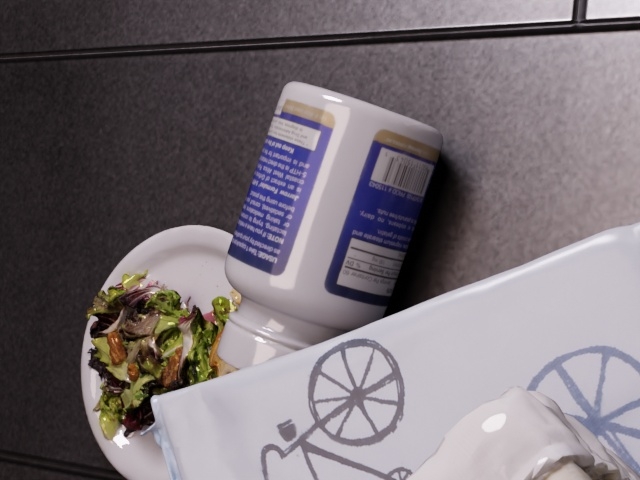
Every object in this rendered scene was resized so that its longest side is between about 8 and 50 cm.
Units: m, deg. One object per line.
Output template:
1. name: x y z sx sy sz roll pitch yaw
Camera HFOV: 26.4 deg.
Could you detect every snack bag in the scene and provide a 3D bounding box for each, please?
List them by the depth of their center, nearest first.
1. snack bag: 0.087 0.194 0.789 0.343 0.037 0.323 -21 77 15

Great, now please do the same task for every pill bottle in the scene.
1. pill bottle: 0.000 0.000 0.893 0.112 0.112 0.186 22 94 35

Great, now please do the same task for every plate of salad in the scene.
1. plate of salad: -0.107 0.086 0.990 0.200 0.048 0.199 -6 79 33

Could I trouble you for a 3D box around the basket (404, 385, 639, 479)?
1. basket: 0.102 0.289 0.542 0.328 0.331 0.266 -49 54 3
